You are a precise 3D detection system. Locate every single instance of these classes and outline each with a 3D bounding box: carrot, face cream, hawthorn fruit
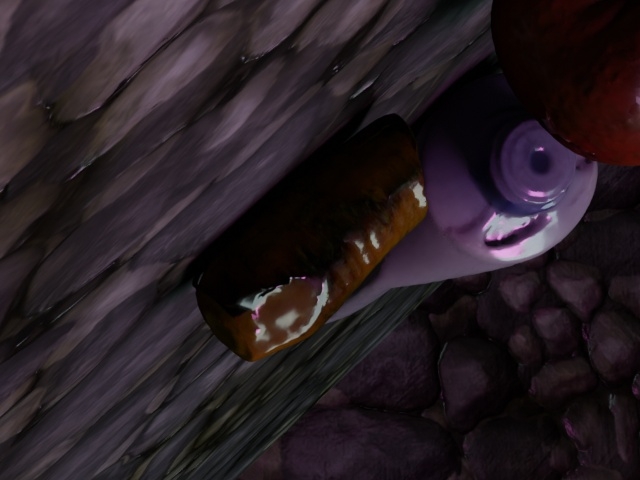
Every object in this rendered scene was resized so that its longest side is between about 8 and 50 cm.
[{"bbox_3d":[0.000,0.000,1.198,0.173,0.082,0.082,-39,172,-18],"label":"carrot"},{"bbox_3d":[0.090,-0.026,1.587,0.235,0.137,0.420,-44,-175,-20],"label":"face cream"},{"bbox_3d":[0.183,-0.129,1.145,0.185,0.185,0.202,-44,178,-6],"label":"hawthorn fruit"}]
